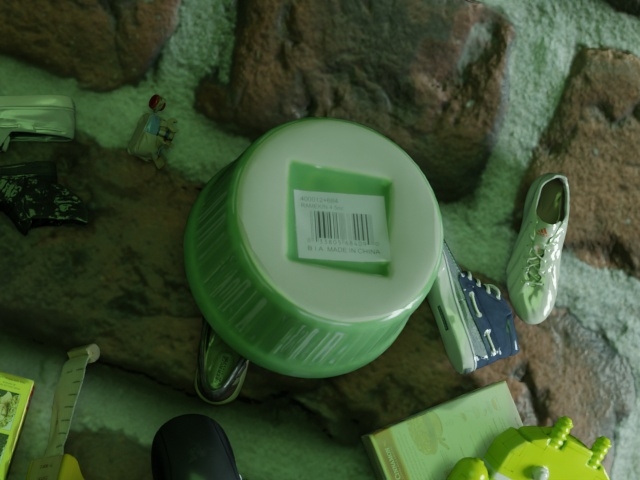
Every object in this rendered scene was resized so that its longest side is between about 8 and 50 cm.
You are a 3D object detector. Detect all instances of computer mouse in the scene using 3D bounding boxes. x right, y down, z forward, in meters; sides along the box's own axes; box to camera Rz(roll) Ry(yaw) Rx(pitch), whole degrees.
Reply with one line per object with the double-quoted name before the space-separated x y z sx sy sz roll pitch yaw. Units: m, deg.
"computer mouse" -0.084 0.314 1.726 0.184 0.060 0.262 -6 79 -15

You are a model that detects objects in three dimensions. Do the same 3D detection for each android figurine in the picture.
"android figurine" 0.245 0.335 1.871 0.248 0.056 0.273 31 98 -24

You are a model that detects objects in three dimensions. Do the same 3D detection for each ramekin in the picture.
"ramekin" 0.000 0.000 1.868 0.303 0.148 0.303 8 67 -18

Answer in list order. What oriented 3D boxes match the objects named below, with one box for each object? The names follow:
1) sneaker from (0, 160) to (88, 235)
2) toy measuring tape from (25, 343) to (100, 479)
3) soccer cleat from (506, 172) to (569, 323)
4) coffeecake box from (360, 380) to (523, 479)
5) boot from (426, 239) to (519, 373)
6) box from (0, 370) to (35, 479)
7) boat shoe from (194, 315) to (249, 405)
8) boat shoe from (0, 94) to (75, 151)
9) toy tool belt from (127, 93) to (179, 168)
"sneaker" -0.375 -0.047 1.920 0.170 0.051 0.089 -9 77 -12
"toy measuring tape" -0.288 0.291 1.857 0.121 0.121 0.330 13 61 -5
"soccer cleat" 0.278 0.007 1.979 0.068 0.076 0.196 10 79 -5
"coffeecake box" 0.163 0.272 1.920 0.185 0.068 0.142 -21 85 -10
"boot" 0.184 0.067 1.968 0.086 0.069 0.190 -17 90 -17
"box" -0.397 0.272 1.844 0.058 0.087 0.232 16 77 -6
"boat shoe" -0.105 0.091 1.917 0.080 0.073 0.224 14 79 -4
"boat shoe" -0.395 -0.140 1.933 0.184 0.066 0.063 -4 79 -18
"toy tool belt" -0.204 -0.136 1.964 0.051 0.052 0.083 28 79 -33
